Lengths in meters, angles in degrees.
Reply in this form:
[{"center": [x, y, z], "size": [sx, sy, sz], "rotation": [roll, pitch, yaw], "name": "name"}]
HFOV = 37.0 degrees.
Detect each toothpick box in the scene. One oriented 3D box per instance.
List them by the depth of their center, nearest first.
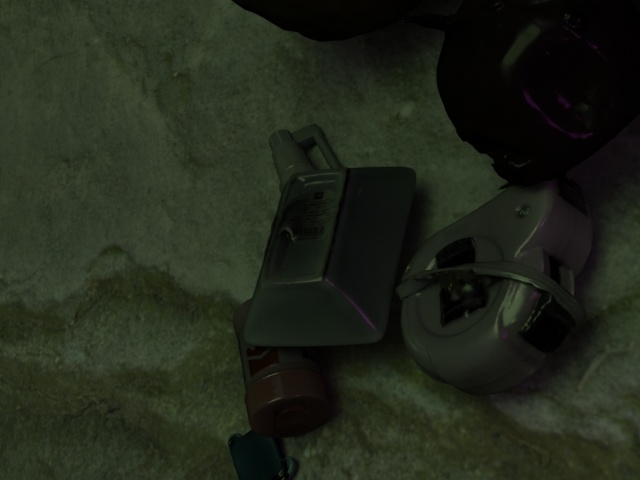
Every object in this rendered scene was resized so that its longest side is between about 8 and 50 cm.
[{"center": [-0.048, 0.149, 1.151], "size": [0.098, 0.098, 0.149], "rotation": [-34, 48, 23], "name": "toothpick box"}]

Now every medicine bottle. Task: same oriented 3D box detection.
[{"center": [-0.009, -0.075, 1.276], "size": [0.092, 0.061, 0.220], "rotation": [-24, 49, -1], "name": "medicine bottle"}]

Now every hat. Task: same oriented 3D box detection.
[{"center": [0.235, -0.239, 0.983], "size": [0.238, 0.209, 0.336], "rotation": [11, 50, 47], "name": "hat"}]

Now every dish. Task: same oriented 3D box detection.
[{"center": [0.000, 0.000, 1.112], "size": [0.182, 0.080, 0.243], "rotation": [-5, 53, 28], "name": "dish"}]

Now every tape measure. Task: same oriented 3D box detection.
[{"center": [0.174, 0.060, 0.990], "size": [0.236, 0.120, 0.197], "rotation": [-32, 41, 35], "name": "tape measure"}]

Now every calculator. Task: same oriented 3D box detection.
[{"center": [-0.069, 0.279, 1.155], "size": [0.094, 0.019, 0.141], "rotation": [-41, 48, 18], "name": "calculator"}]

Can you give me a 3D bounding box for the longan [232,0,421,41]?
[{"center": [0.004, -0.453, 1.225], "size": [0.391, 0.391, 0.391], "rotation": [-21, 55, 32], "name": "longan"}]
